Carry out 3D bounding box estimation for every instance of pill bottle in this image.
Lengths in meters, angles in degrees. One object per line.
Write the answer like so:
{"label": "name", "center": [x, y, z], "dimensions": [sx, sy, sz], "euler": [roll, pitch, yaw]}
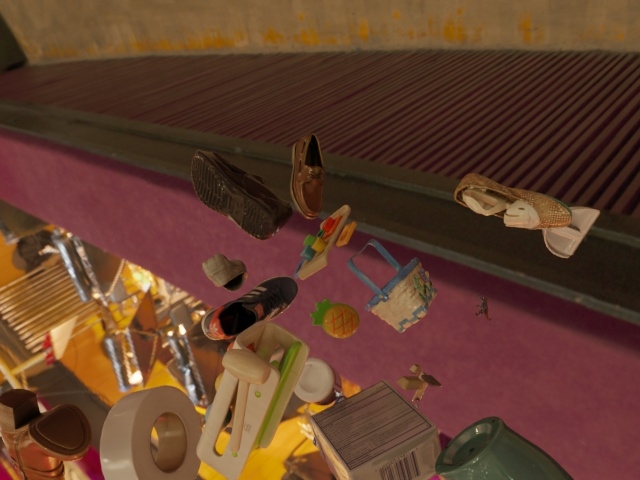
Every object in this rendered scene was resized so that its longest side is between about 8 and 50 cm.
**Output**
{"label": "pill bottle", "center": [-0.003, 0.412, 1.526], "dimensions": [0.121, 0.121, 0.221], "euler": [38, 170, 21]}

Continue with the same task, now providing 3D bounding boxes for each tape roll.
{"label": "tape roll", "center": [-0.426, 0.525, 1.361], "dimensions": [0.100, 0.286, 0.286], "euler": [-15, 109, 19]}

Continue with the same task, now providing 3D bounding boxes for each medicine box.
{"label": "medicine box", "center": [0.150, 0.559, 1.472], "dimensions": [0.289, 0.263, 0.149], "euler": [27, 135, 65]}

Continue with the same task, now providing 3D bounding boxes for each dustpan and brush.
{"label": "dustpan and brush", "center": [0.589, -0.033, 1.327], "dimensions": [0.211, 0.060, 0.147], "euler": [17, 117, -9]}

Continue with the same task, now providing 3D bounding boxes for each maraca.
{"label": "maraca", "center": [0.054, 0.279, 1.892], "dimensions": [0.185, 0.127, 0.099], "euler": [26, 180, -15]}

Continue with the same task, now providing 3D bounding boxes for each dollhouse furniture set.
{"label": "dollhouse furniture set", "center": [0.206, 0.351, 1.258], "dimensions": [0.091, 0.114, 0.081], "euler": [38, 111, 50]}

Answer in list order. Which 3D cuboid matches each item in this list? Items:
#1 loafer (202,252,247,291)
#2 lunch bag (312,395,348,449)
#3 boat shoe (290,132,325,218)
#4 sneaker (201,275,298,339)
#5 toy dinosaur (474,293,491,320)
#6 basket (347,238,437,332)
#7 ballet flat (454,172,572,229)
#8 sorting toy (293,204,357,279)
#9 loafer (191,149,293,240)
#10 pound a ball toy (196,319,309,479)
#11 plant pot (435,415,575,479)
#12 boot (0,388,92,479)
{"label": "loafer", "center": [-0.308, 0.124, 1.792], "dimensions": [0.111, 0.112, 0.319], "euler": [59, -176, 11]}
{"label": "lunch bag", "center": [0.082, 0.693, 1.949], "dimensions": [0.090, 0.219, 0.176], "euler": [20, 166, 48]}
{"label": "boat shoe", "center": [-0.041, -0.232, 1.868], "dimensions": [0.104, 0.110, 0.308], "euler": [-30, 64, 51]}
{"label": "sneaker", "center": [-0.199, 0.217, 1.687], "dimensions": [0.148, 0.350, 0.131], "euler": [-15, 103, 61]}
{"label": "toy dinosaur", "center": [0.544, 0.222, 1.761], "dimensions": [0.090, 0.082, 0.047], "euler": [41, 145, 19]}
{"label": "basket", "center": [0.229, 0.130, 1.717], "dimensions": [0.289, 0.255, 0.201], "euler": [41, 119, 6]}
{"label": "ballet flat", "center": [0.313, -0.055, 0.892], "dimensions": [0.206, 0.067, 0.073], "euler": [27, 145, 45]}
{"label": "sorting toy", "center": [0.000, 0.000, 1.489], "dimensions": [0.047, 0.196, 0.347], "euler": [31, 150, -14]}
{"label": "loafer", "center": [-0.130, -0.077, 0.858], "dimensions": [0.220, 0.078, 0.080], "euler": [41, 130, 26]}
{"label": "pound a ball toy", "center": [-0.150, 0.284, 0.961], "dimensions": [0.135, 0.208, 0.319], "euler": [28, 113, 18]}
{"label": "plant pot", "center": [0.388, 0.530, 1.115], "dimensions": [0.255, 0.271, 0.272], "euler": [50, 143, 7]}
{"label": "boot", "center": [-0.579, 0.458, 1.124], "dimensions": [0.283, 0.109, 0.220], "euler": [10, 112, 24]}
